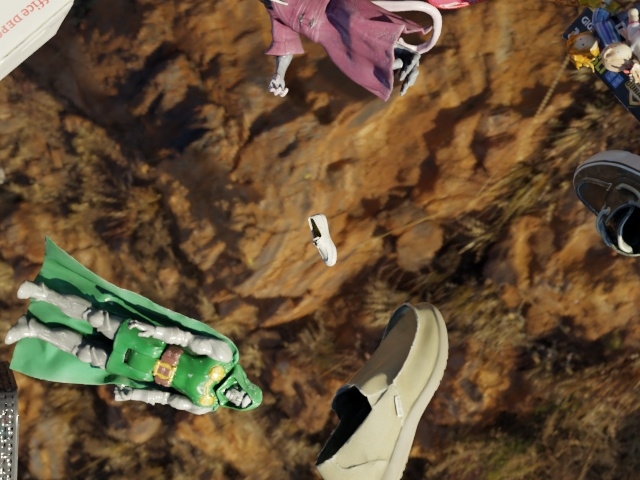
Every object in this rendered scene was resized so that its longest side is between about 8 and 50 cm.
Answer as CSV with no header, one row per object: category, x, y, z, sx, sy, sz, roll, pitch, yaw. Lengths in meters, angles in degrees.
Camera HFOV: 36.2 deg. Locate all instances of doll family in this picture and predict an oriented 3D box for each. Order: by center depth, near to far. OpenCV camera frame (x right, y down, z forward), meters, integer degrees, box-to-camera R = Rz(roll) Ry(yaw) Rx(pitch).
doll family,0.381,-0.293,1.232,0.163,0.118,0.263,-19,68,11

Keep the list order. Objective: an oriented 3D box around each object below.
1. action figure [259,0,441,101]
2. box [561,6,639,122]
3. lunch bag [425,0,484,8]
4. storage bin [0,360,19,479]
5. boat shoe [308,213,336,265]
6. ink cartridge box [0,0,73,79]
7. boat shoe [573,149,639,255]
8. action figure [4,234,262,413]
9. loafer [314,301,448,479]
action figure,0.009,-0.393,1.642,0.370,0.275,0.248,31,147,5
box,0.578,-0.239,1.630,0.079,0.322,0.257,-48,45,26
lunch bag,0.243,-0.466,1.301,0.293,0.258,0.120,92,158,-49
storage bin,-0.356,0.222,0.992,0.122,0.084,0.180,-153,66,-64
boat shoe,0.000,0.000,1.801,0.035,0.035,0.100,-16,86,45
ink cartridge box,-0.427,-0.302,1.164,0.212,0.154,0.093,41,144,-9
boat shoe,0.292,-0.026,0.898,0.219,0.070,0.077,37,152,63
action figure,-0.160,0.100,0.873,0.232,0.063,0.137,20,111,1
loafer,0.070,0.176,1.124,0.092,0.268,0.102,31,147,-17
